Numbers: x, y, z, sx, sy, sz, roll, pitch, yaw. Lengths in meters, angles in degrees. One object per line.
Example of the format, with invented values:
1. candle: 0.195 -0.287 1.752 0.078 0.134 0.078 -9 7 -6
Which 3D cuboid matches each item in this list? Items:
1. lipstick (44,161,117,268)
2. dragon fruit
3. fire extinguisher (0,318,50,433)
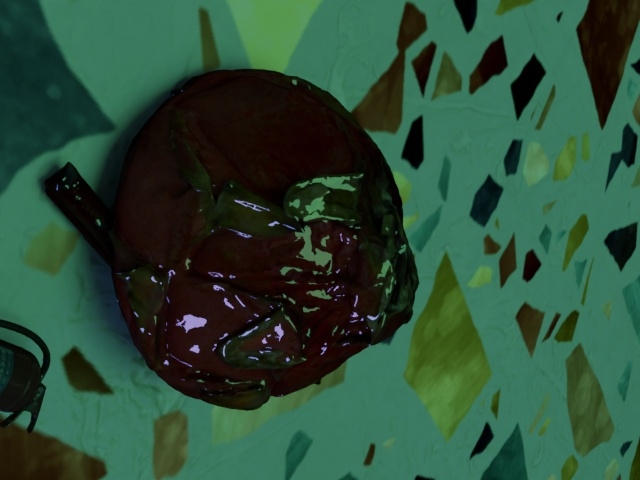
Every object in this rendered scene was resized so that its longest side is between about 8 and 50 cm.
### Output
1. lipstick: -0.111 0.018 0.654 0.027 0.027 0.176 -56 137 -22
2. dragon fruit: -0.002 0.001 0.662 0.224 0.148 0.218 51 51 -43
3. fire extinguisher: -0.188 0.062 0.567 0.132 0.039 0.056 36 84 -50
